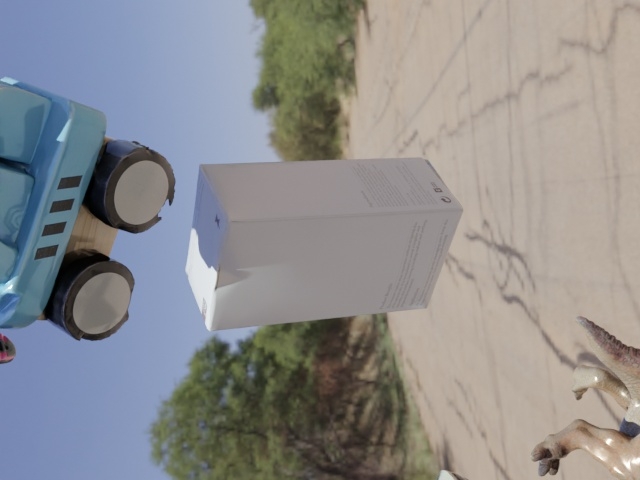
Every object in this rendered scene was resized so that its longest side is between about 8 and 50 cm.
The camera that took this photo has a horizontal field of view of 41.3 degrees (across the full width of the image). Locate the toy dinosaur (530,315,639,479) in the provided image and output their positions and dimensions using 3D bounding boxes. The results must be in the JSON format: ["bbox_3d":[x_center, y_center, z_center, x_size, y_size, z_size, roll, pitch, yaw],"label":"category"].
[{"bbox_3d":[0.284,0.184,0.637,0.127,0.200,0.296,-19,-81,-48],"label":"toy dinosaur"}]

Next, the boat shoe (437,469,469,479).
[{"bbox_3d":[0.137,0.233,0.711,0.137,0.043,0.049,-151,62,-71],"label":"boat shoe"}]

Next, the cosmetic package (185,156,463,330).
[{"bbox_3d":[0.000,0.000,1.312,0.156,0.384,0.217,-118,35,-46],"label":"cosmetic package"}]

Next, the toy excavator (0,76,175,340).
[{"bbox_3d":[-0.388,-0.118,0.929,0.445,0.222,0.433,13,-82,-53],"label":"toy excavator"}]

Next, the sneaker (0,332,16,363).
[{"bbox_3d":[-0.434,0.139,1.033,0.057,0.119,0.047,-63,32,36],"label":"sneaker"}]
